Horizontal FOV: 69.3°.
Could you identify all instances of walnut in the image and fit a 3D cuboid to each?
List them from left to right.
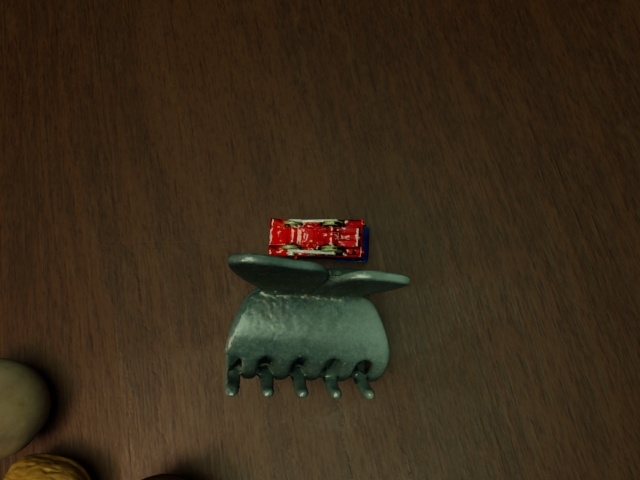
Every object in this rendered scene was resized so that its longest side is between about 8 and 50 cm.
[{"bbox_3d":[-0.530,0.491,0.897,0.180,0.144,0.144,23,79,0],"label":"walnut"}]

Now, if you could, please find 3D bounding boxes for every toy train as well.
[{"bbox_3d":[0.000,0.000,0.991,0.203,0.131,0.083,1,82,16],"label":"toy train"}]

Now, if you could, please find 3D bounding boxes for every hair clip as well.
[{"bbox_3d":[-0.024,0.155,0.871,0.317,0.392,0.239,5,86,-11],"label":"hair clip"}]

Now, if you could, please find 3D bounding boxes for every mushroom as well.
[{"bbox_3d":[-0.667,0.349,0.938,0.204,0.204,0.205,-1,76,4],"label":"mushroom"}]

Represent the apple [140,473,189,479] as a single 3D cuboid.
[{"bbox_3d":[-0.289,0.551,0.831,0.236,0.237,0.208,34,94,12],"label":"apple"}]
